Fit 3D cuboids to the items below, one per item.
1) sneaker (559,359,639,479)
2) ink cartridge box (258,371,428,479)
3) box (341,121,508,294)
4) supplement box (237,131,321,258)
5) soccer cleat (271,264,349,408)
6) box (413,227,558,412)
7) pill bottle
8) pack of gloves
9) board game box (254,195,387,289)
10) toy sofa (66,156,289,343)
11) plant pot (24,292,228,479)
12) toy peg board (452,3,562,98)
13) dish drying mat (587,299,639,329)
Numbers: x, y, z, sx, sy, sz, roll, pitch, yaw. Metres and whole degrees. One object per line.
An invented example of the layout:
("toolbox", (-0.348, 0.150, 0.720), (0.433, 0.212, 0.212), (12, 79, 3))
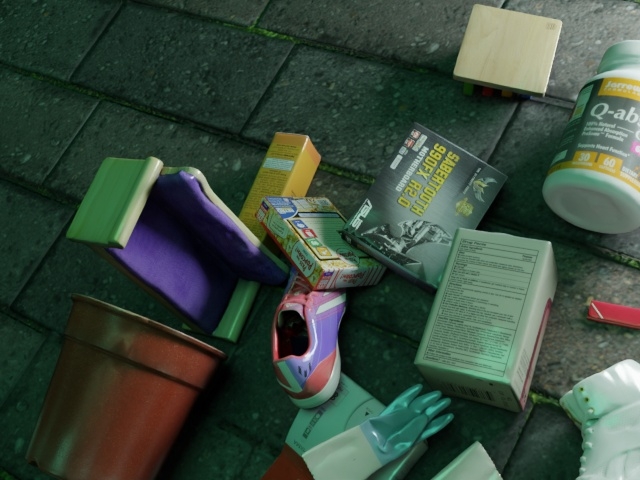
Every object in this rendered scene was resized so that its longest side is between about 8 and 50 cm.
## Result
("sneaker", (0.374, 0.291, 1.227), (0.292, 0.108, 0.169), (-39, 53, -15))
("ink cartridge box", (0.021, 0.338, 1.366), (0.189, 0.066, 0.232), (35, 74, 33))
("box", (0.170, -0.054, 1.491), (0.183, 0.056, 0.231), (33, 76, 9))
("supplement box", (-0.081, -0.078, 1.632), (0.080, 0.078, 0.233), (9, 65, 26))
("soccer cleat", (-0.023, 0.111, 1.447), (0.109, 0.116, 0.318), (-17, 41, 20))
("box", (0.253, 0.117, 1.355), (0.149, 0.127, 0.232), (10, 66, 27))
("pill bottle", (0.464, -0.163, 1.413), (0.162, 0.162, 0.278), (14, 68, 28))
("pack of gloves", (0.118, 0.332, 1.294), (0.232, 0.046, 0.195), (-29, 79, -13))
("board game box", (0.000, 0.000, 1.516), (0.193, 0.147, 0.045), (50, 126, 36))
("toy sofa", (-0.213, 0.026, 1.453), (0.177, 0.362, 0.150), (8, 64, 31))
("plant pot", (-0.320, 0.257, 1.437), (0.272, 0.272, 0.265), (14, 76, 28))
("toy peg board", (0.332, -0.322, 1.622), (0.161, 0.079, 0.161), (14, 67, 11))
("dish drying mat", (0.444, 0.111, 1.354), (0.083, 0.008, 0.032), (10, 65, 27))
